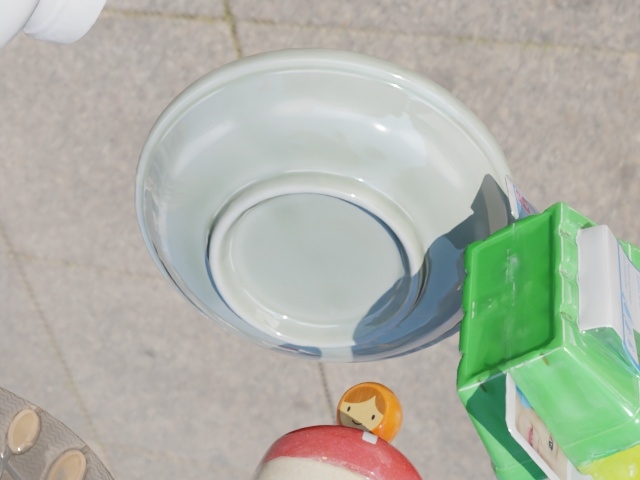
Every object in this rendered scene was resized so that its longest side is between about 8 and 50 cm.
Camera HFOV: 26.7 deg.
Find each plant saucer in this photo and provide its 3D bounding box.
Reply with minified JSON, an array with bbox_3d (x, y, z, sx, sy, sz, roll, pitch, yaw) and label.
[{"bbox_3d":[0.000,0.000,1.357,0.400,0.100,0.400,4,129,6],"label":"plant saucer"}]

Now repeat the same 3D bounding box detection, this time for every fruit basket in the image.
[{"bbox_3d":[0.274,0.144,1.210,0.165,0.327,0.353,-34,118,32],"label":"fruit basket"}]

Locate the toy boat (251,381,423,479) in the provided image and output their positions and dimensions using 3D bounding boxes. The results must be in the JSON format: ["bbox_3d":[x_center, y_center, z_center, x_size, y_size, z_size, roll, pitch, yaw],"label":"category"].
[{"bbox_3d":[0.026,0.194,1.174,0.151,0.151,0.231,22,164,1],"label":"toy boat"}]

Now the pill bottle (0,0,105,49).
[{"bbox_3d":[-0.251,-0.186,0.761,0.264,0.146,0.146,11,154,-38],"label":"pill bottle"}]

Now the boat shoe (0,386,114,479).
[{"bbox_3d":[-0.139,0.195,0.744,0.324,0.123,0.116,40,152,0],"label":"boat shoe"}]
